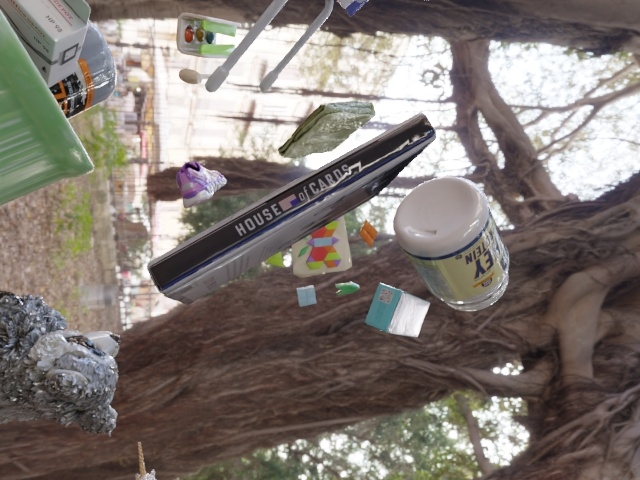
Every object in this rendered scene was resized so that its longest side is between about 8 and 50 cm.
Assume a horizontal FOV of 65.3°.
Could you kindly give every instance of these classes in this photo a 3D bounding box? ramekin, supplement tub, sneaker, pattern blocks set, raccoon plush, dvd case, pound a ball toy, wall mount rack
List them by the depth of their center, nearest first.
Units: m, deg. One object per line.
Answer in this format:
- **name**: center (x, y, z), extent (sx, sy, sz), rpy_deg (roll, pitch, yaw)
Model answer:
- **dvd case**: center (-0.028, -0.017, 0.447), extent (0.030, 0.238, 0.179), rpy_deg (59, -13, 4)
- **ramekin**: center (-0.404, -0.177, 0.555), extent (0.303, 0.148, 0.303), rpy_deg (48, -21, 25)
- **wall mount rack**: center (-0.050, -0.352, 0.670), extent (0.350, 0.130, 0.304), rpy_deg (-49, 146, -68)
- **raccoon plush**: center (-0.542, 0.299, 0.843), extent (0.299, 0.446, 0.216), rpy_deg (35, -12, 37)
- **supplement tub**: center (-0.549, -0.287, 0.900), extent (0.316, 0.193, 0.193), rpy_deg (-51, 167, -42)
- **pattern blocks set**: center (0.000, 0.000, 1.239), extent (0.026, 0.285, 0.325), rpy_deg (-117, -172, -72)
- **supplement tub**: center (0.350, 0.019, 1.299), extent (0.325, 0.235, 0.235), rpy_deg (51, 9, -41)
- **sneaker**: center (-0.327, -0.169, 1.346), extent (0.236, 0.095, 0.104), rpy_deg (-85, 150, -71)
- **pound a ball toy**: center (-0.397, -0.650, 1.698), extent (0.319, 0.135, 0.208), rpy_deg (-53, 156, -66)

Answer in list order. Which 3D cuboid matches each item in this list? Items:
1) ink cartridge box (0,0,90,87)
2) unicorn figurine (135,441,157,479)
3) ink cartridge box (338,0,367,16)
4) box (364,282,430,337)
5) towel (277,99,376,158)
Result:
- **ink cartridge box**: center (-0.411, -0.319, 0.736), extent (0.104, 0.060, 0.180), rpy_deg (49, -33, -13)
- **unicorn figurine**: center (-0.145, 0.297, 0.493), extent (0.060, 0.162, 0.111), rpy_deg (-50, -168, 15)
- **ink cartridge box**: center (0.152, -0.873, 1.512), extent (0.324, 0.330, 0.071), rpy_deg (-36, -122, 18)
- **box**: center (0.193, 0.175, 1.217), extent (0.060, 0.244, 0.100), rpy_deg (20, -93, 30)
- **towel**: center (0.012, -0.157, 0.712), extent (0.110, 0.148, 0.027), rpy_deg (-37, -98, 35)
